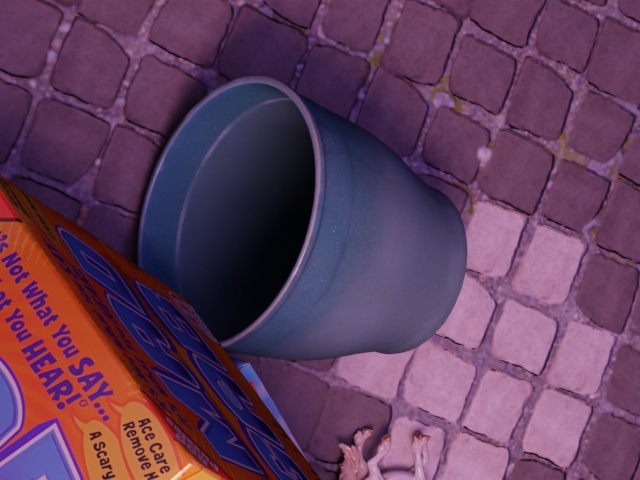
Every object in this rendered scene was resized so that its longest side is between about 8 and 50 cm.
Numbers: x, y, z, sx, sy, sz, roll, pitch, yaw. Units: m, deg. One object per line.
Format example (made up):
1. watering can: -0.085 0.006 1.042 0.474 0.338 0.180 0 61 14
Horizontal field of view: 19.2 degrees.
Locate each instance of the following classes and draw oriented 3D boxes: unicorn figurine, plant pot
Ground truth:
1. unicorn figurine: 0.091 0.264 2.064 0.161 0.060 0.111 7 93 -9
2. plant pot: 0.000 0.000 1.893 0.255 0.271 0.272 17 88 -39

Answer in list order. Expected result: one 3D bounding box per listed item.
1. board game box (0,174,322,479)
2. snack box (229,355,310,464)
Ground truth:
1. board game box: -0.233 0.227 1.569 0.356 0.356 0.356 -43 145 5
2. snack box: -0.052 0.253 1.920 0.060 0.187 0.322 -35 108 -18
